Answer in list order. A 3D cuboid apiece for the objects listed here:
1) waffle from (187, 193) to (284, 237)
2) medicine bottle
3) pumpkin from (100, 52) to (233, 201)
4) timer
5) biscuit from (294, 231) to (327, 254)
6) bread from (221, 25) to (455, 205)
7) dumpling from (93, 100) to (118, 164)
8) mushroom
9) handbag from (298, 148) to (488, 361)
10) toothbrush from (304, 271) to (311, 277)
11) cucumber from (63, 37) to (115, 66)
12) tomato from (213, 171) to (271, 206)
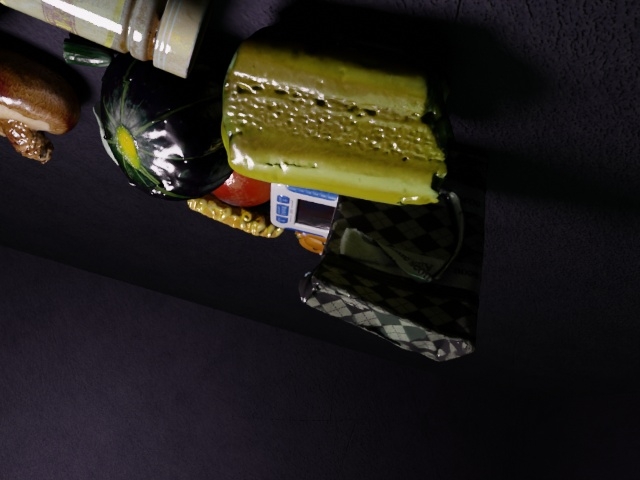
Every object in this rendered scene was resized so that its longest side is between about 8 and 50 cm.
[{"bbox_3d":[-0.218,-0.068,1.509,0.283,0.065,0.309,21,-173,14],"label":"waffle"},{"bbox_3d":[-0.330,-0.375,0.843,0.322,0.151,0.151,20,158,-13],"label":"medicine bottle"},{"bbox_3d":[-0.264,-0.233,1.074,0.295,0.296,0.296,13,159,5],"label":"pumpkin"},{"bbox_3d":[-0.022,-0.088,1.283,0.178,0.078,0.253,13,159,-2],"label":"timer"},{"bbox_3d":[-0.001,0.004,1.719,0.170,0.050,0.170,12,158,5],"label":"biscuit"},{"bbox_3d":[0.025,-0.206,0.927,0.376,0.251,0.208,10,-160,4],"label":"bread"},{"bbox_3d":[-0.454,-0.223,1.307,0.107,0.153,0.219,-2,148,32],"label":"dumpling"},{"bbox_3d":[-0.667,-0.305,1.243,0.296,0.163,0.278,6,149,21],"label":"mushroom"},{"bbox_3d":[0.146,-0.017,1.066,0.316,0.416,0.180,19,149,-11],"label":"handbag"},{"bbox_3d":[0.018,0.097,1.956,0.040,0.040,0.386,21,158,-17],"label":"toothbrush"},{"bbox_3d":[-0.447,-0.363,1.100,0.105,0.048,0.048,10,159,5],"label":"cucumber"},{"bbox_3d":[-0.202,-0.145,1.353,0.227,0.112,0.199,11,170,19],"label":"tomato"}]
